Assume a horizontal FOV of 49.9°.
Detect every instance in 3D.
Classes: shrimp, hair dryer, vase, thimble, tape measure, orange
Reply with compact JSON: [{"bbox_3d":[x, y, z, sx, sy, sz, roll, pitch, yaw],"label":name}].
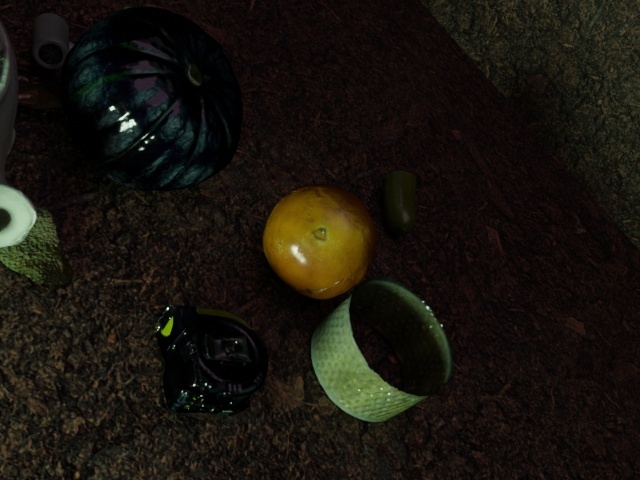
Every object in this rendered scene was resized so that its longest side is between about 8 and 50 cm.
[{"bbox_3d":[-0.546,-0.311,1.363,0.143,0.052,0.251,48,29,23],"label":"shrimp"},{"bbox_3d":[-0.492,-0.370,1.448,0.236,0.073,0.131,31,23,-39],"label":"hair dryer"},{"bbox_3d":[-0.581,-0.195,1.084,0.250,0.250,0.445,1,59,-42],"label":"vase"},{"bbox_3d":[0.124,0.223,1.415,0.271,0.150,0.270,25,43,-25],"label":"thimble"},{"bbox_3d":[-0.182,0.201,1.193,0.186,0.112,0.199,11,51,-38],"label":"tape measure"},{"bbox_3d":[0.000,0.000,1.432,0.240,0.240,0.240,24,43,-25],"label":"orange"}]

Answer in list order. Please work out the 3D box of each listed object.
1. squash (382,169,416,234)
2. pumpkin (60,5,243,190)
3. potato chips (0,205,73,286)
[{"bbox_3d":[0.206,-0.090,1.817,0.095,0.095,0.188,27,46,-23],"label":"squash"},{"bbox_3d":[-0.318,-0.268,1.343,0.363,0.266,0.363,30,49,-41],"label":"pumpkin"},{"bbox_3d":[-0.496,-0.007,1.161,0.209,0.026,0.142,35,43,-10],"label":"potato chips"}]
